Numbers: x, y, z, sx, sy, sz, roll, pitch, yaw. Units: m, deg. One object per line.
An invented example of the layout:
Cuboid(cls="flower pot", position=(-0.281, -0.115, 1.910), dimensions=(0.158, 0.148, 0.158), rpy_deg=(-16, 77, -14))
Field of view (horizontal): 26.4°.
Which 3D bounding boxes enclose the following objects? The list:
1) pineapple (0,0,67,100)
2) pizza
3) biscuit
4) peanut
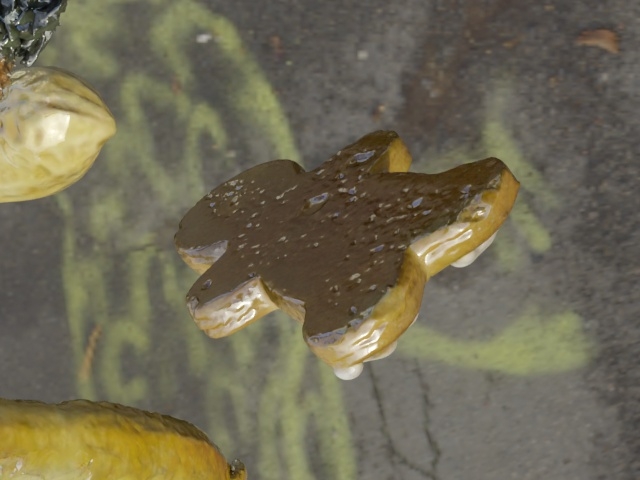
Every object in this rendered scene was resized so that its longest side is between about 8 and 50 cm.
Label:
Cuboid(cls="pineapple", position=(-0.220, -0.143, 0.939), dimensions=(0.159, 0.074, 0.074), rpy_deg=(-41, 64, 4))
Cuboid(cls="pizza", position=(-0.162, 0.108, 0.528), dimensions=(0.197, 0.292, 0.058), rpy_deg=(-41, 58, 42))
Cuboid(cls="biscuit", position=(0.000, 0.000, 0.908), dimensions=(0.301, 0.197, 0.049), rpy_deg=(12, 137, 56))
Cuboid(cls="peanut", position=(-0.334, -0.099, 1.374), dimensions=(0.306, 0.147, 0.147), rpy_deg=(-6, 91, 25))
